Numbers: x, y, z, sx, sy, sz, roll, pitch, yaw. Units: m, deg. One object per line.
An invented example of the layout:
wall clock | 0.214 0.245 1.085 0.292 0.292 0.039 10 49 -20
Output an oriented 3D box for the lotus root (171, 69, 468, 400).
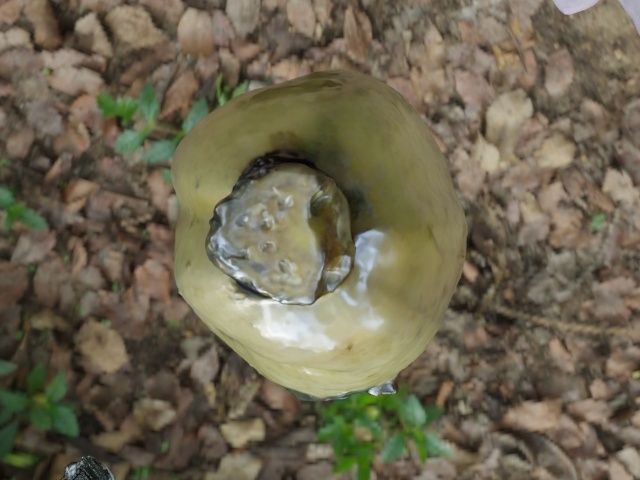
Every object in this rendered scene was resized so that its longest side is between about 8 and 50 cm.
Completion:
lotus root | 0.000 0.000 0.603 0.140 0.257 0.154 -9 91 2

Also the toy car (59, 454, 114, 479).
toy car | -0.201 0.210 1.012 0.093 0.041 0.025 -45 148 -1

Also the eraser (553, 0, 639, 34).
eraser | 0.272 -0.078 0.318 0.359 0.272 0.122 -2 113 -23
